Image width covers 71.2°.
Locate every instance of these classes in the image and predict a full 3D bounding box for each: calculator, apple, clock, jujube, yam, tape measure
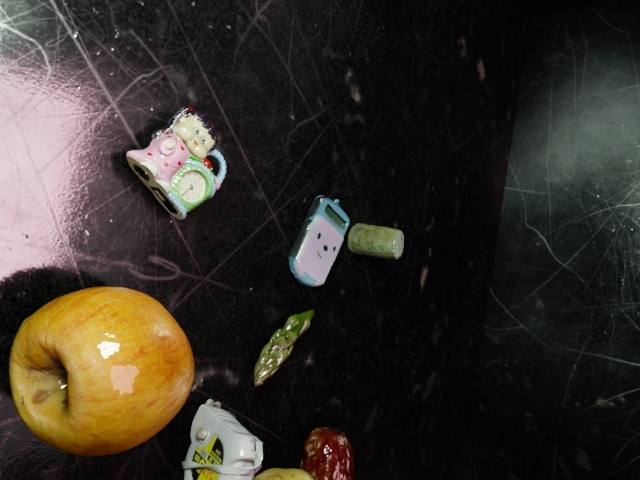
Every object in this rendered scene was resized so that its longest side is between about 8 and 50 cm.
[{"bbox_3d":[0.000,0.000,1.379,0.173,0.051,0.293,40,66,-42],"label":"calculator"},{"bbox_3d":[-0.380,0.229,0.821,0.275,0.298,0.299,-17,109,-61],"label":"apple"},{"bbox_3d":[-0.299,-0.173,0.991,0.195,0.100,0.194,-53,134,-26],"label":"clock"},{"bbox_3d":[0.020,0.723,1.407,0.183,0.183,0.243,24,71,-47],"label":"jujube"},{"bbox_3d":[0.191,0.004,1.487,0.107,0.194,0.107,-9,103,-44],"label":"yam"},{"bbox_3d":[-0.240,0.521,1.059,0.120,0.236,0.197,38,74,-42],"label":"tape measure"}]

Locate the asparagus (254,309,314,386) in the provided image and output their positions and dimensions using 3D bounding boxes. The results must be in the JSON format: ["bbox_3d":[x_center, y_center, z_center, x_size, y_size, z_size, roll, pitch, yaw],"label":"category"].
[{"bbox_3d":[-0.112,0.296,1.280,0.287,0.080,0.080,-55,132,-38],"label":"asparagus"}]

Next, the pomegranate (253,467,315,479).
[{"bbox_3d":[-0.101,0.766,1.187,0.307,0.307,0.308,-9,102,-47],"label":"pomegranate"}]
